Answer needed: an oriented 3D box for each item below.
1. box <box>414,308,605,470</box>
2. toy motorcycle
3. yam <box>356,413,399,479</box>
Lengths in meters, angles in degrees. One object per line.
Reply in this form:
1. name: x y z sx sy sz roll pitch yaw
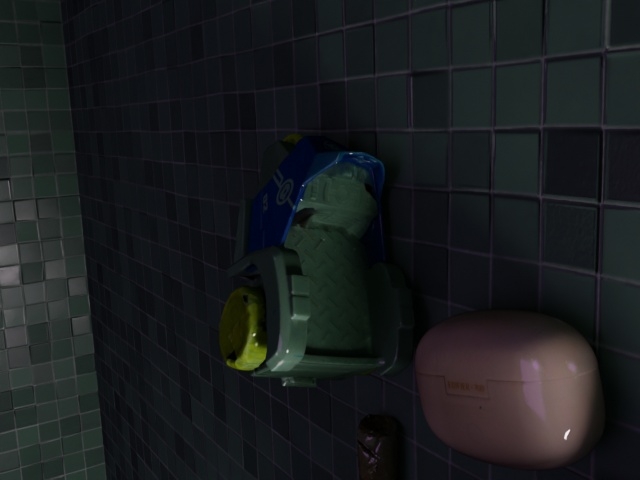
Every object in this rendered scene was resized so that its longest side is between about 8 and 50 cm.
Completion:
1. box: 0.169 0.137 0.658 0.200 0.088 0.146 -13 85 57
2. toy motorcycle: 0.000 0.000 0.834 0.200 0.191 0.326 -31 57 53
3. yam: 0.073 0.289 0.885 0.054 0.054 0.132 13 109 57
